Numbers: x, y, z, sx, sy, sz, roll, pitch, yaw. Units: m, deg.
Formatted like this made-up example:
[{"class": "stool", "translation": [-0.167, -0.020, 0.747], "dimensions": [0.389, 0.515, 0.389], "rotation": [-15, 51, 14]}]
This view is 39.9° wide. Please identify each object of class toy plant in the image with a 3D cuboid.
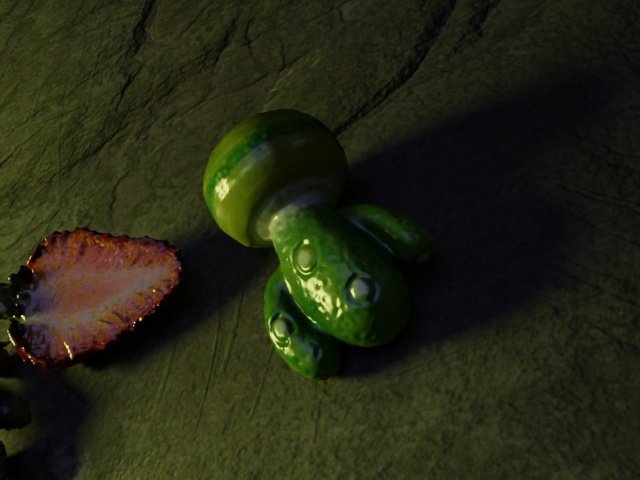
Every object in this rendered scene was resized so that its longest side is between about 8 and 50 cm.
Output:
[{"class": "toy plant", "translation": [0.000, 0.000, 1.063], "dimensions": [0.224, 0.184, 0.316], "rotation": [-35, 62, 6]}]

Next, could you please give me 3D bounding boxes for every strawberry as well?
[{"class": "strawberry", "translation": [-0.313, 0.080, 1.192], "dimensions": [0.286, 0.106, 0.188], "rotation": [-12, 72, 3]}]

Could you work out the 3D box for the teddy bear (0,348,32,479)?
[{"class": "teddy bear", "translation": [-0.479, 0.232, 1.136], "dimensions": [0.182, 0.129, 0.251], "rotation": [-37, 46, 0]}]
